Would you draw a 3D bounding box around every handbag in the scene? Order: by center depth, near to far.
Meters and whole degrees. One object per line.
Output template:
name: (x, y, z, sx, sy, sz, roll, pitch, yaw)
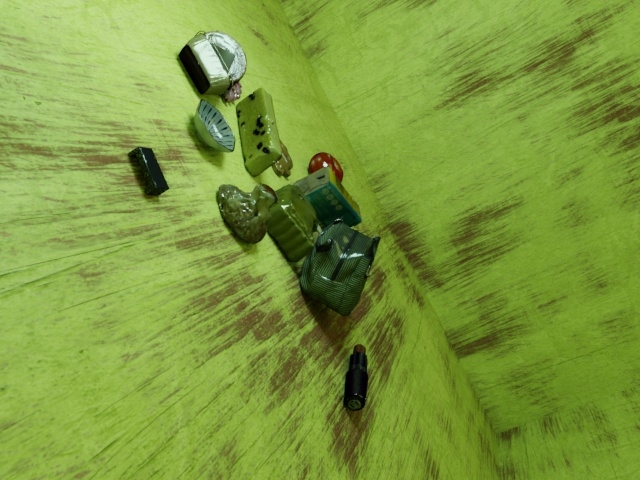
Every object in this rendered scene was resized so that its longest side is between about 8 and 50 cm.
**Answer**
handbag: (0.079, 0.079, 2.025, 0.247, 0.240, 0.341, 30, 27, 1)

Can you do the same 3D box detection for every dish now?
dish: (-0.353, -0.353, 1.789, 0.191, 0.066, 0.191, 51, 21, -28)

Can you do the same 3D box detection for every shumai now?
shumai: (-0.210, -0.105, 1.717, 0.209, 0.153, 0.161, 62, 11, 6)

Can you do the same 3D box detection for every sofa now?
sofa: (-0.426, -0.172, 1.385, 0.118, 0.039, 0.060, 64, 17, 6)

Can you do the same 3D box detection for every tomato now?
tomato: (0.022, -0.329, 2.665, 0.195, 0.136, 0.195, 49, 24, -30)

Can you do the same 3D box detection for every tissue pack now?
tissue pack: (0.028, -0.161, 2.367, 0.271, 0.192, 0.134, 49, 24, -39)

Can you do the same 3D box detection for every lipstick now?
lipstick: (0.129, 0.469, 1.949, 0.081, 0.081, 0.300, 57, 20, -18)

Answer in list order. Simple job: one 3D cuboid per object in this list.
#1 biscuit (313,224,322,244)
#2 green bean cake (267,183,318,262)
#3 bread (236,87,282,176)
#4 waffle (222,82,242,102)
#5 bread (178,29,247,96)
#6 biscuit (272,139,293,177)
biscuit: (0.000, 0.000, 2.281, 0.188, 0.056, 0.052, 56, 20, -18)
green bean cake: (-0.096, -0.067, 2.003, 0.233, 0.124, 0.236, 56, 19, -21)
bread: (-0.231, -0.410, 2.081, 0.077, 0.138, 0.361, 40, 29, -47)
waffle: (-0.377, -0.628, 2.118, 0.221, 0.055, 0.234, 53, 23, -22)
bread: (-0.362, -0.622, 1.943, 0.212, 0.142, 0.224, -34, 98, -36)
biscuit: (-0.170, -0.353, 2.338, 0.184, 0.035, 0.249, 61, 18, -8)
